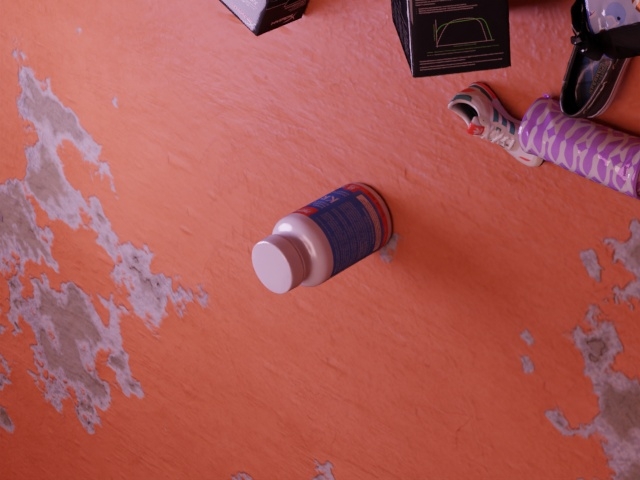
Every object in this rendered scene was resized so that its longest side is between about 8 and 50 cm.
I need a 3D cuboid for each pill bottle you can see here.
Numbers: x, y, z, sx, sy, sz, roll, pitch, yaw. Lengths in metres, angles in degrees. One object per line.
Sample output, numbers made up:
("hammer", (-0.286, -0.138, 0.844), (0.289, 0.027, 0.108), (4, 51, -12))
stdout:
("pill bottle", (0.000, 0.000, 2.210), (0.124, 0.221, 0.124), (26, 130, 36))

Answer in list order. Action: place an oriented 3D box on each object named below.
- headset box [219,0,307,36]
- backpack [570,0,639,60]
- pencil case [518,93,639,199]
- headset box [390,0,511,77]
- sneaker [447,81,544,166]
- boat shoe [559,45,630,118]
("headset box", (-0.092, -0.498, 2.095), (0.218, 0.110, 0.293), (45, 139, 19))
("backpack", (0.395, -0.356, 1.536), (0.213, 0.276, 0.263), (-18, 92, 46))
("pencil case", (0.365, -0.126, 1.841), (0.206, 0.086, 0.088), (26, 92, 33))
("headset box", (0.157, -0.387, 1.773), (0.246, 0.131, 0.283), (-98, 2, -64))
("sneaker", (0.247, -0.155, 1.957), (0.161, 0.075, 0.057), (48, 140, 17))
("boat shoe", (0.358, -0.257, 1.757), (0.080, 0.076, 0.229), (37, 128, 27))
